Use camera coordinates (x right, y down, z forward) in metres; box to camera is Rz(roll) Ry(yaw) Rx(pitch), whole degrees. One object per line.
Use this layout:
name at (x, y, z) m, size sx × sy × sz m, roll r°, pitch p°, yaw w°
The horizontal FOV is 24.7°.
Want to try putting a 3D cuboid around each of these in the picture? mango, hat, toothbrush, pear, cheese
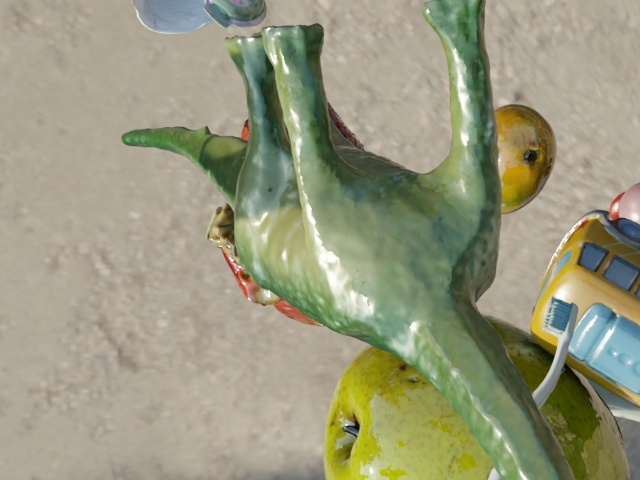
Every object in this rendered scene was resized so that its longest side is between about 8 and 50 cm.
mango at (0.204, -0.082, 1.614) m, size 0.089 × 0.163 × 0.111 m, roll 9°, pitch 53°, yaw -10°
hat at (-0.194, -0.388, 1.946) m, size 0.203 × 0.203 × 0.126 m, roll -52°, pitch 38°, yaw 7°
toothbrush at (0.109, 0.112, 0.801) m, size 0.022 × 0.017 × 0.204 m, roll 26°, pitch 57°, yaw -1°
pear at (0.139, 0.207, 1.393) m, size 0.294 × 0.294 × 0.294 m, roll -1°, pitch 87°, yaw 15°
cheese at (-0.075, -0.239, 1.406) m, size 0.067 × 0.120 × 0.026 m, roll 40°, pitch 131°, yaw -1°

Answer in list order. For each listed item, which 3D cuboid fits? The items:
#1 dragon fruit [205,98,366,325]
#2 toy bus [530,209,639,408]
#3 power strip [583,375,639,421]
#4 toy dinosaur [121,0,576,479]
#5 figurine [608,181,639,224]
dragon fruit at (0.000, 0.000, 0.803) m, size 0.106 × 0.083 × 0.162 m, roll -36°, pitch 109°, yaw 3°
toy bus at (0.295, 0.079, 1.343) m, size 0.209 × 0.136 × 0.126 m, roll 32°, pitch 121°, yaw 10°
power strip at (0.297, 0.159, 1.631) m, size 0.338 × 0.098 × 0.058 m, roll 16°, pitch 85°, yaw -17°
toy dinosaur at (0.029, 0.048, 0.654) m, size 0.087 × 0.447 × 0.300 m, roll -16°, pitch 98°, yaw -26°
figurine at (0.363, -0.032, 1.622) m, size 0.083 × 0.067 × 0.071 m, roll -41°, pitch 39°, yaw 18°
